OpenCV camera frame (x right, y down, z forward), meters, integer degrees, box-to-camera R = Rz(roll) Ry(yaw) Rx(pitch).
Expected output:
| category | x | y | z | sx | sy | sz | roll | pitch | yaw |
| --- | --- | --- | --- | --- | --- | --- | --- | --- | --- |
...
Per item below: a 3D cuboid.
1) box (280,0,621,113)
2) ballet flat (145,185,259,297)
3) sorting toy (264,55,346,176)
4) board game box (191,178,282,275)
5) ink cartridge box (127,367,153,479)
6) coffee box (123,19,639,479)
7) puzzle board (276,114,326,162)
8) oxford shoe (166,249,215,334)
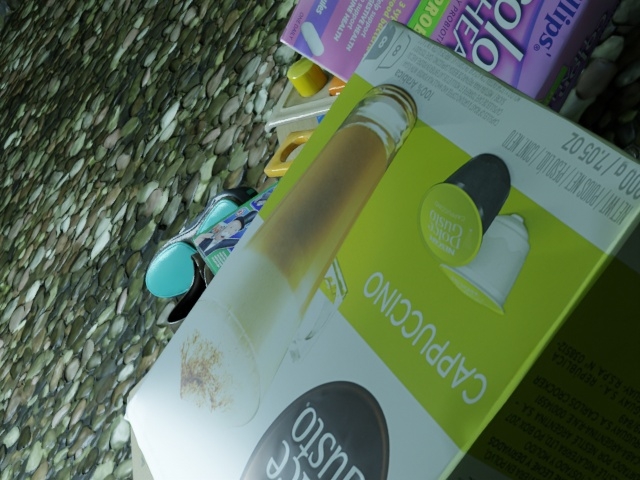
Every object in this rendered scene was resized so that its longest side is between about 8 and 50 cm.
| category | x | y | z | sx | sy | sz | roll | pitch | yaw |
| --- | --- | --- | --- | --- | --- | --- | --- | --- | --- |
| box | 0.124 | -0.215 | 1.263 | 0.213 | 0.243 | 0.117 | -62 | -17 | 21 |
| ballet flat | -0.137 | -0.001 | 1.711 | 0.203 | 0.074 | 0.074 | -44 | 31 | 36 |
| sorting toy | 0.027 | -0.213 | 1.594 | 0.196 | 0.047 | 0.348 | -14 | 39 | 40 |
| board game box | 0.000 | 0.000 | 1.394 | 0.213 | 0.046 | 0.317 | -33 | 23 | -5 |
| ink cartridge box | -0.105 | 0.189 | 1.441 | 0.193 | 0.088 | 0.235 | -47 | 30 | 22 |
| coffee box | 0.131 | 0.123 | 0.873 | 0.334 | 0.338 | 0.337 | -55 | 28 | 7 |
| puzzle board | -0.015 | -0.145 | 1.709 | 0.096 | 0.011 | 0.128 | -44 | 32 | 22 |
| oxford shoe | -0.090 | 0.026 | 1.571 | 0.227 | 0.096 | 0.083 | -54 | 27 | 4 |
